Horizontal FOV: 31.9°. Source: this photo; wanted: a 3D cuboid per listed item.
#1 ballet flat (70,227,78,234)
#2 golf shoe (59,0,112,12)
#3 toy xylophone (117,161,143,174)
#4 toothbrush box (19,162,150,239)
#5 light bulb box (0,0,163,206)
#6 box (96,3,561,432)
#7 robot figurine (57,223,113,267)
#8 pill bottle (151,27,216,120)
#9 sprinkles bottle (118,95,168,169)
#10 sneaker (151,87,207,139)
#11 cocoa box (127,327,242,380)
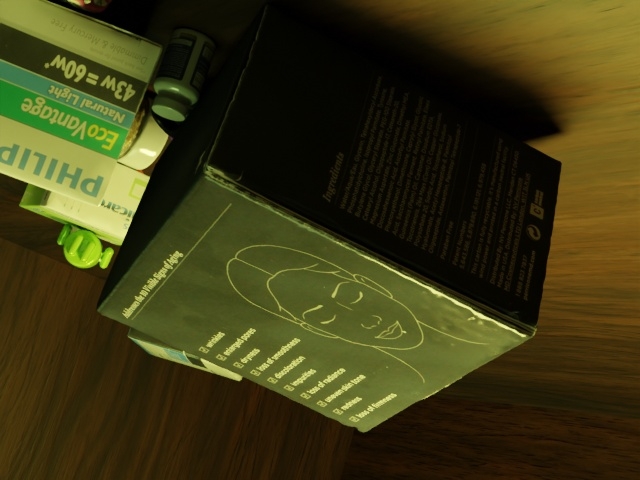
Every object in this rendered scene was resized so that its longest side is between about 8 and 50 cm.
[{"bbox_3d":[-0.509,-0.066,2.672,0.316,0.107,0.106,0,139,35],"label":"ballet flat"},{"bbox_3d":[-0.367,-0.365,1.308,0.140,0.115,0.306,13,164,30],"label":"golf shoe"},{"bbox_3d":[-0.440,-0.191,2.109,0.236,0.081,0.322,18,166,-1],"label":"toy xylophone"},{"bbox_3d":[-0.403,-0.076,2.016,0.206,0.122,0.283,23,174,-22],"label":"toothbrush box"},{"bbox_3d":[-0.431,-0.223,1.500,0.358,0.225,0.361,21,-178,-18],"label":"light bulb box"},{"bbox_3d":[0.000,0.000,1.592,0.472,0.297,0.480,25,147,-16],"label":"box"},{"bbox_3d":[-0.427,0.016,2.016,0.101,0.067,0.115,27,173,-4],"label":"robot figurine"},{"bbox_3d":[-0.196,-0.233,1.583,0.067,0.120,0.067,16,165,4],"label":"pill bottle"},{"bbox_3d":[-0.419,-0.238,1.821,0.355,0.121,0.121,26,163,-31],"label":"sprinkles bottle"},{"bbox_3d":[-0.152,-0.184,1.755,0.293,0.102,0.146,6,161,37],"label":"sneaker"},{"bbox_3d":[-0.241,0.100,2.435,0.228,0.347,0.231,16,166,8],"label":"cocoa box"}]
